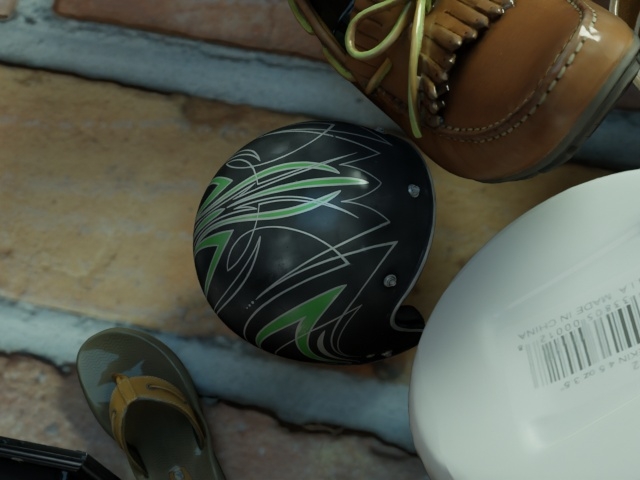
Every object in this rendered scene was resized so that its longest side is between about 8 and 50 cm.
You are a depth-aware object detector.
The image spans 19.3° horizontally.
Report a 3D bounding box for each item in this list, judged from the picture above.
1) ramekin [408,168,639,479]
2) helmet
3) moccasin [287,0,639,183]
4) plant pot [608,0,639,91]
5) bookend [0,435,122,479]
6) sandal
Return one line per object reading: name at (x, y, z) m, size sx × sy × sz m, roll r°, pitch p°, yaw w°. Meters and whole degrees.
ramekin at (0.185, 0.089, 1.095) m, size 0.277 × 0.135 × 0.277 m, roll -23°, pitch 40°, yaw 21°
helmet at (0.000, 0.000, 1.229) m, size 0.169 × 0.161 × 0.169 m, roll -6°, pitch 65°, yaw 14°
moccasin at (0.073, -0.140, 1.177) m, size 0.139 × 0.147 × 0.380 m, roll -49°, pitch 26°, yaw 5°
plant pot at (0.277, -0.110, 1.193) m, size 0.167 × 0.165 × 0.167 m, roll -7°, pitch 66°, yaw 15°
bookend at (-0.234, 0.211, 1.258) m, size 0.156 × 0.072 × 0.157 m, roll 9°, pitch 70°, yaw 20°
sandal at (-0.113, 0.129, 1.270) m, size 0.072 × 0.049 × 0.180 m, roll -30°, pitch 62°, yaw 2°
